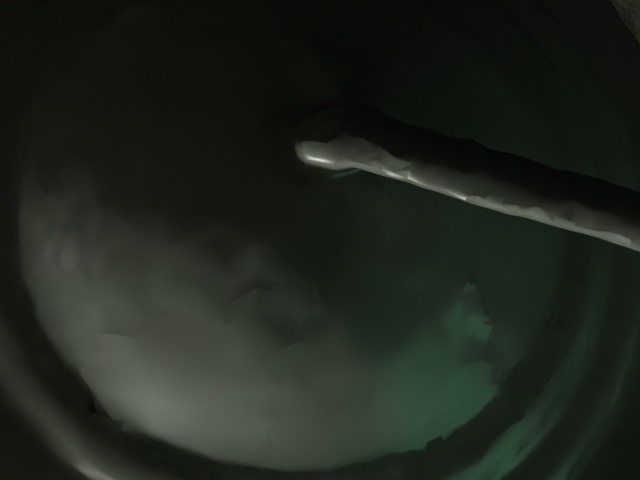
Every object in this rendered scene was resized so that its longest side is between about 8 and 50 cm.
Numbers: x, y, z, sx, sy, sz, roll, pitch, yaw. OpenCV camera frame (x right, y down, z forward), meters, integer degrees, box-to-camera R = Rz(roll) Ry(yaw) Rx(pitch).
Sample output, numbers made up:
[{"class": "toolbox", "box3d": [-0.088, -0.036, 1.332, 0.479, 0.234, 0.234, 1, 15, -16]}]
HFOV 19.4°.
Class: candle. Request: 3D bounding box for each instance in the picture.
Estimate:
[{"class": "candle", "box3d": [-0.025, 0.023, 0.501, 0.221, 0.221, 0.342, -48, 174, -20]}]
